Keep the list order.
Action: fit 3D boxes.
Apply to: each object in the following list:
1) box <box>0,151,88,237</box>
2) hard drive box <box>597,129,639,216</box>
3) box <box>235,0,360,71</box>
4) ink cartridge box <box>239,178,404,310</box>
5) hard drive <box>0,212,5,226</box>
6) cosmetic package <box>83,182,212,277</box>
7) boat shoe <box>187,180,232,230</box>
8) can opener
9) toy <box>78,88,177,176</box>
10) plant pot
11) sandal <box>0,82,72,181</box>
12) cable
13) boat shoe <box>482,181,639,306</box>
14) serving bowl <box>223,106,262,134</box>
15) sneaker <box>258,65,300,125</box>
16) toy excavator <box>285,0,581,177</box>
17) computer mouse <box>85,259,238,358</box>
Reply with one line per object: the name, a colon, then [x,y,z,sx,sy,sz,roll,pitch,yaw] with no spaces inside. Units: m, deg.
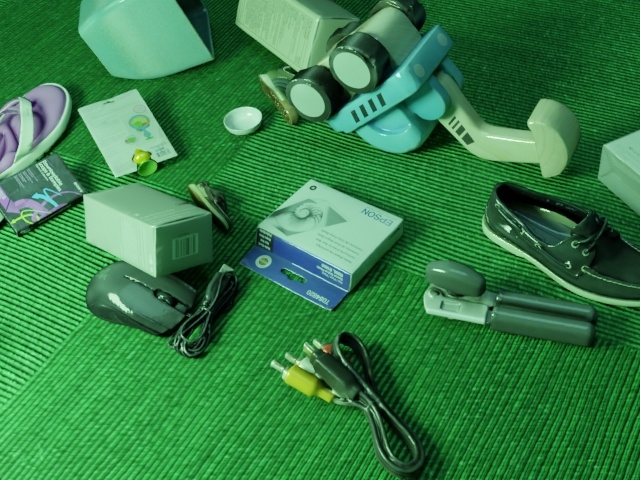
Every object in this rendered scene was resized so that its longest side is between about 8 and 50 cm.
box: [-0.567,-0.095,1.676,0.162,0.029,0.116,-34,77,-25]
hard drive box: [0.655,-0.133,1.504,0.232,0.089,0.181,-22,47,-12]
box: [-0.059,-0.506,1.929,0.121,0.148,0.311,-10,40,-37]
ink cartridge box: [0.000,0.000,1.511,0.223,0.045,0.224,25,55,29]
hard drive: [-0.682,-0.087,1.675,0.135,0.022,0.094,33,64,1]
cosmetic package: [-0.311,-0.024,1.494,0.238,0.107,0.127,23,30,40]
boat shoe: [-0.206,-0.074,1.610,0.049,0.056,0.152,-33,49,-15]
can opener: [0.299,0.105,1.335,0.280,0.093,0.074,13,48,14]
toy: [-0.412,-0.219,1.788,0.137,0.056,0.237,-23,52,-18]
plant pot: [-0.425,-0.525,1.972,0.252,0.248,0.247,-24,44,10]
sandal: [-0.674,-0.226,1.801,0.169,0.102,0.416,9,50,17]
cable: [0.062,0.244,1.275,0.139,0.072,0.287,-25,57,-38]
boat shoe: [0.424,-0.008,1.401,0.127,0.113,0.340,-37,51,-25]
serving bowl: [-0.165,-0.253,1.799,0.083,0.027,0.083,-5,45,5]
sneaker: [-0.066,-0.328,1.829,0.086,0.064,0.192,-25,44,-9]
toy excavator: [0.226,-0.268,1.637,0.433,0.445,0.222,-23,26,51]
computer mouse: [-0.294,0.090,1.453,0.272,0.072,0.188,11,49,19]
